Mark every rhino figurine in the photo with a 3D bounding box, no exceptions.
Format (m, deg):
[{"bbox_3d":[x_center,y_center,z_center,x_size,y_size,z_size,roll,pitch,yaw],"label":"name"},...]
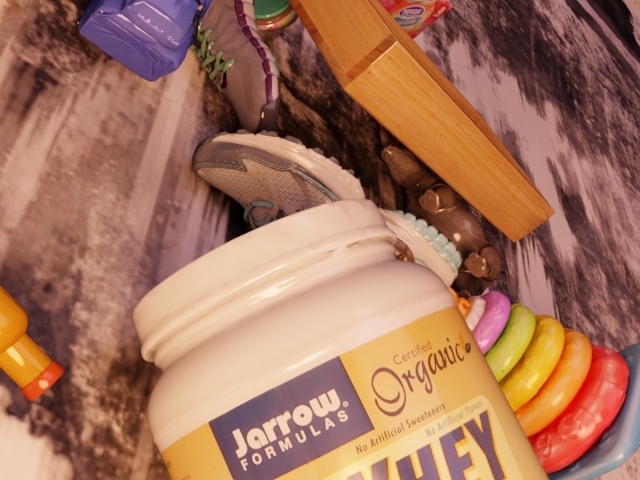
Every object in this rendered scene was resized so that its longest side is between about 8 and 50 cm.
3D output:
[{"bbox_3d":[0.137,-0.035,0.982,0.243,0.073,0.106,57,24,6],"label":"rhino figurine"}]

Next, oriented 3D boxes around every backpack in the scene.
[{"bbox_3d":[-0.147,-0.224,0.754,0.098,0.101,0.120,37,61,-33],"label":"backpack"}]

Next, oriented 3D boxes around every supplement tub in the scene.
[{"bbox_3d":[0.022,0.154,0.550,0.228,0.228,0.316,-11,71,-53],"label":"supplement tub"}]

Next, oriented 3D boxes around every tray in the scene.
[{"bbox_3d":[0.124,-0.157,0.956,0.411,0.076,0.203,33,23,-48],"label":"tray"}]

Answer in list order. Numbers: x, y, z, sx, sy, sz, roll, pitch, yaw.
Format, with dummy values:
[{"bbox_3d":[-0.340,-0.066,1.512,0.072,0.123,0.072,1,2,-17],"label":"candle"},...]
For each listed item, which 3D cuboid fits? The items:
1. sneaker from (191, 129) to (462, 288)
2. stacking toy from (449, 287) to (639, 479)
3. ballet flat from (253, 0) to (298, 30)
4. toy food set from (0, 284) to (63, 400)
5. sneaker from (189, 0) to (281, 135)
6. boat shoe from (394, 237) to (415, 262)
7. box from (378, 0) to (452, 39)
[{"bbox_3d":[0.000,0.000,0.759,0.283,0.110,0.122,29,72,-12],"label":"sneaker"},{"bbox_3d":[0.191,0.119,0.876,0.302,0.166,0.175,38,50,-5],"label":"stacking toy"},{"bbox_3d":[-0.058,-0.304,0.974,0.077,0.079,0.221,-3,52,-2],"label":"ballet flat"},{"bbox_3d":[-0.238,0.103,0.382,0.104,0.111,0.232,48,32,-9],"label":"toy food set"},{"bbox_3d":[-0.110,-0.194,0.835,0.098,0.083,0.223,1,54,-27],"label":"sneaker"},{"bbox_3d":[0.053,0.100,0.713,0.073,0.080,0.223,-100,-173,-79],"label":"boat shoe"},{"bbox_3d":[0.062,-0.411,1.161,0.128,0.123,0.257,-2,63,-52],"label":"box"}]
